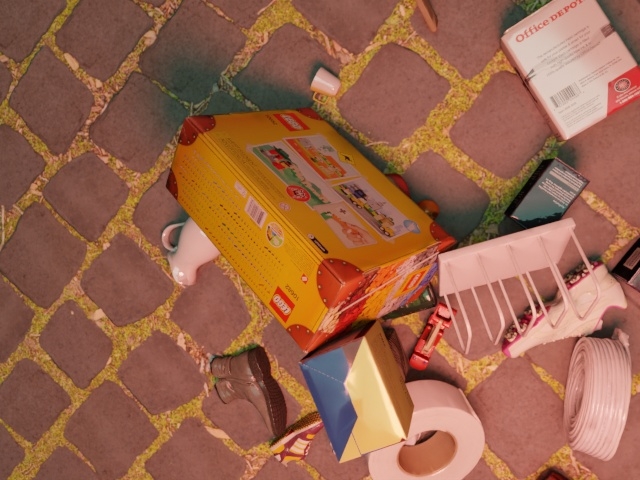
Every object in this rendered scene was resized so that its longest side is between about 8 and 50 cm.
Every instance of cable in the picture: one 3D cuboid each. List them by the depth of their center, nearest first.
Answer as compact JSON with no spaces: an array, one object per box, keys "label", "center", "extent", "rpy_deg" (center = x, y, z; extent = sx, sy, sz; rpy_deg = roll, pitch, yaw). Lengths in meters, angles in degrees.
[{"label":"cable","center":[0.597,0.338,1.259],"extent":[0.089,0.257,0.257],"rpy_deg":[11,120,14]}]

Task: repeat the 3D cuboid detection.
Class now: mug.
[{"label":"mug","center":[0.016,-0.386,1.446],"extent":[0.064,0.078,0.062],"rpy_deg":[27,68,1]}]

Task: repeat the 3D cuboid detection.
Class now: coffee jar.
[{"label":"coffee jar","center":[0.188,0.150,1.425],"extent":[0.184,0.096,0.079],"rpy_deg":[-20,85,14]}]

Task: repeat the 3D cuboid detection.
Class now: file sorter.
[{"label":"file sorter","center":[0.405,0.104,1.207],"extent":[0.278,0.193,0.173],"rpy_deg":[-16,62,2]}]

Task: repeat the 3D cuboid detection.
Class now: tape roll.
[{"label":"tape roll","center":[0.239,0.470,1.373],"extent":[0.286,0.100,0.286],"rpy_deg":[-4,116,-9]}]

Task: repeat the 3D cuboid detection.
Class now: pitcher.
[{"label":"pitcher","center":[-0.334,-0.012,1.535],"extent":[0.207,0.125,0.177],"rpy_deg":[-47,68,24]}]

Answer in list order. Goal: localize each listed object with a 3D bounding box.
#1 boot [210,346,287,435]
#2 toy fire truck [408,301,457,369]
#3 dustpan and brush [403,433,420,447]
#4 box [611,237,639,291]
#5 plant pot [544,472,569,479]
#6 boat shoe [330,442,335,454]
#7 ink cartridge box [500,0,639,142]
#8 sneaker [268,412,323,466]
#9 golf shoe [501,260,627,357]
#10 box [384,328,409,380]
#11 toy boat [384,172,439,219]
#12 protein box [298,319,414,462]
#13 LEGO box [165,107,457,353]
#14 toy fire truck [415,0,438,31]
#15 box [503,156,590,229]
[{"label":"boot","center":[-0.195,0.415,1.562],"extent":[0.161,0.083,0.246],"rpy_deg":[-22,84,21]},{"label":"toy fire truck","center":[0.266,0.234,1.393],"extent":[0.047,0.135,0.192],"rpy_deg":[26,100,10]},{"label":"dustpan and brush","center":[0.225,0.483,1.474],"extent":[0.211,0.060,0.147],"rpy_deg":[-13,104,21]},{"label":"box","center":[0.766,0.099,1.250],"extent":[0.207,0.153,0.108],"rpy_deg":[36,102,9]},{"label":"plant pot","center":[0.538,0.702,1.318],"extent":[0.272,0.272,0.265],"rpy_deg":[34,94,9]},{"label":"boat shoe","center":[0.049,0.414,1.486],"extent":[0.088,0.096,0.267],"rpy_deg":[11,96,17]},{"label":"ink cartridge box","center":[0.552,-0.385,1.278],"extent":[0.197,0.114,0.272],"rpy_deg":[-31,88,15]},{"label":"sneaker","center":[-0.045,0.529,1.538],"extent":[0.185,0.069,0.084],"rpy_deg":[-36,95,20]},{"label":"golf shoe","center":[0.560,0.186,1.332],"extent":[0.306,0.115,0.140],"rpy_deg":[-44,88,15]},{"label":"box","center":[0.138,0.297,1.358],"extent":[0.094,0.275,0.113],"rpy_deg":[-22,90,13]},{"label":"toy boat","center":[0.216,-0.055,1.394],"extent":[0.151,0.151,0.231],"rpy_deg":[-16,91,-14]},{"label":"protein box","center":[0.077,0.282,1.125],"extent":[0.136,0.201,0.199],"rpy_deg":[-23,86,12]},{"label":"LEGO box","center":[-0.026,-0.060,1.231],"extent":[0.500,0.373,0.193],"rpy_deg":[47,130,24]},{"label":"toy fire truck","center":[0.257,-0.634,1.313],"extent":[0.159,0.217,0.246],"rpy_deg":[32,143,9]},{"label":"box","center":[0.500,-0.095,1.296],"extent":[0.093,0.156,0.158],"rpy_deg":[36,102,7]}]
